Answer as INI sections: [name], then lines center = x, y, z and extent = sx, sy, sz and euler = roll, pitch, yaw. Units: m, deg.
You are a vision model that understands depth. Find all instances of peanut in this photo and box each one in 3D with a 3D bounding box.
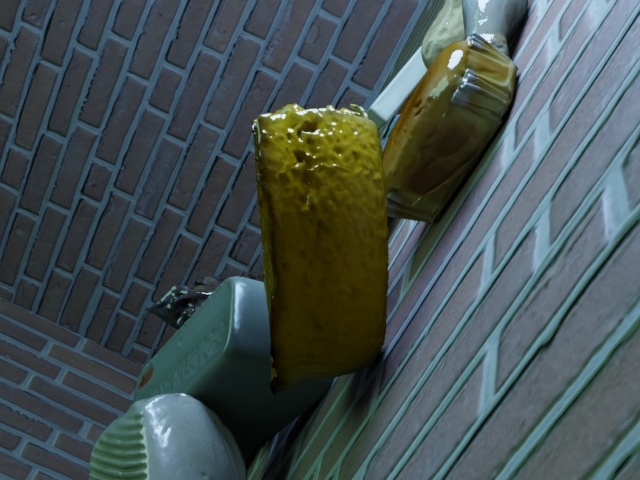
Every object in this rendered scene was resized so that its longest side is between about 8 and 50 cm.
[peanut]
center = 0.234, -0.364, 1.653
extent = 0.257, 0.123, 0.123
euler = -61, 5, 14

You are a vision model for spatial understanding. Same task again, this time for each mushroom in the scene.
[mushroom]
center = 0.240, -0.298, 1.492
extent = 0.225, 0.093, 0.116
euler = -82, -2, -47

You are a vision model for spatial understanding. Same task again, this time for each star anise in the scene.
[star anise]
center = -0.175, 0.127, 2.000
extent = 0.315, 0.315, 0.108
euler = -79, -13, -73

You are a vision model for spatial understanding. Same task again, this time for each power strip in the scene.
[power strip]
center = 0.187, -0.327, 1.959
extent = 0.367, 0.043, 0.106
euler = -51, 2, -16

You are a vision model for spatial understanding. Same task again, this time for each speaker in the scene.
[speaker]
center = -0.154, 0.226, 1.783
extent = 0.406, 0.184, 0.183
euler = -45, 35, 42

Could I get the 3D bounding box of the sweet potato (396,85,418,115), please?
[sweet potato]
center = 0.180, -0.250, 2.083
extent = 0.265, 0.057, 0.057
euler = -63, 4, -5

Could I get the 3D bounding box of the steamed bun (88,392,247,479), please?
[steamed bun]
center = -0.221, 0.443, 1.630
extent = 0.247, 0.236, 0.384
euler = -39, 43, 49

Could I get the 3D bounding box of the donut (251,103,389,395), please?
[donut]
center = 0.000, 0.000, 1.419
extent = 0.435, 0.163, 0.378
euler = -108, 15, -76

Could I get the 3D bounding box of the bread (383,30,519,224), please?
[bread]
center = 0.157, -0.142, 1.399
extent = 0.136, 0.107, 0.241
euler = -73, 9, -47

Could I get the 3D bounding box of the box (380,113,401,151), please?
[box]
center = 0.135, -0.141, 1.838
extent = 0.139, 0.073, 0.194
euler = -64, 4, 2

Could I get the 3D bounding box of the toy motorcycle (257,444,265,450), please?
[toy motorcycle]
center = -0.108, 0.239, 2.096
extent = 0.342, 0.142, 0.206
euler = -65, 4, -29
